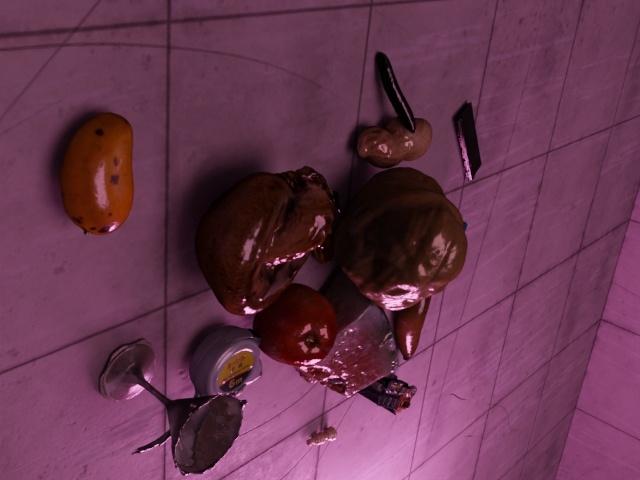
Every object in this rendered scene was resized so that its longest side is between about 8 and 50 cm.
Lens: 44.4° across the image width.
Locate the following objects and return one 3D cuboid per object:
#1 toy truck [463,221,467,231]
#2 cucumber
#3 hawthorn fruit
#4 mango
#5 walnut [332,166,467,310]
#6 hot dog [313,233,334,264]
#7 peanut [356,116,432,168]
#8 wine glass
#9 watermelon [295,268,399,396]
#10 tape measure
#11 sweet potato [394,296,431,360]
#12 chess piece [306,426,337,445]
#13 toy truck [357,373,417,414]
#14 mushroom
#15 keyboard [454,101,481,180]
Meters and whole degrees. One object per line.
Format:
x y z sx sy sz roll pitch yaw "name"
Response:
0.262 -0.006 1.939 0.253 0.114 0.124 -27 136 -40 "toy truck"
0.156 -0.308 1.639 0.184 0.036 0.033 63 28 -23 "cucumber"
-0.046 0.177 1.596 0.173 0.173 0.173 -30 132 -39 "hawthorn fruit"
-0.323 -0.095 1.140 0.115 0.090 0.178 -21 124 -57 "mango"
0.167 -0.001 1.654 0.277 0.253 0.282 -46 -167 29 "walnut"
0.000 0.000 1.668 0.049 0.037 0.122 -30 128 -24 "hot dog"
0.158 -0.212 1.699 0.228 0.085 0.104 -23 115 -42 "peanut"
-0.258 0.271 1.322 0.156 0.232 0.156 -29 133 -38 "wine glass"
0.075 0.224 1.796 0.302 0.151 0.264 -50 143 -20 "watermelon"
-0.243 0.270 1.472 0.330 0.084 0.164 -26 128 -41 "tape measure"
0.245 0.170 2.059 0.108 0.079 0.346 -47 151 -73 "sweet potato"
-0.001 0.497 1.971 0.092 0.035 0.035 -8 117 -46 "chess piece"
0.178 0.408 2.104 0.192 0.083 0.092 26 89 -54 "toy truck"
-0.098 -0.016 1.387 0.283 0.195 0.263 -42 150 -4 "mushroom"
0.382 -0.253 2.021 0.072 0.023 0.231 -55 145 -26 "keyboard"
